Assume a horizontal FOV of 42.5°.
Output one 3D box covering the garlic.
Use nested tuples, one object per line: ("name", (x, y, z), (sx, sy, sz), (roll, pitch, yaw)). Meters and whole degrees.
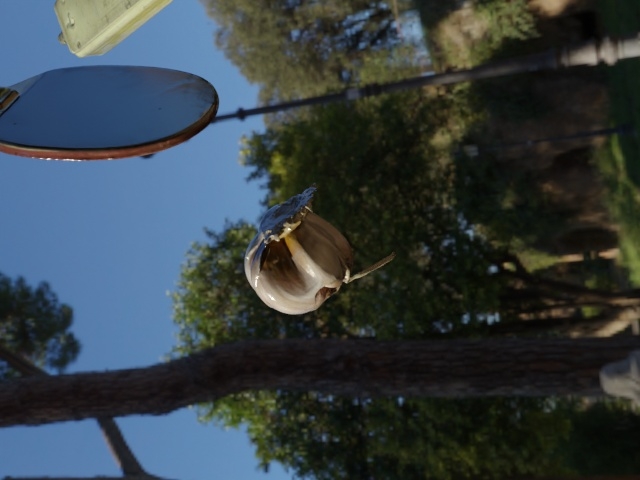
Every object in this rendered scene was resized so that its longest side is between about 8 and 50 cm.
("garlic", (0.000, 0.000, 1.332), (0.207, 0.257, 0.207), (168, 90, -83))

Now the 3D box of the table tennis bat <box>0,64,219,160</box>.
("table tennis bat", (-0.214, -0.104, 0.634), (0.154, 0.274, 0.021), (-77, -11, -55))

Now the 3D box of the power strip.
("power strip", (-0.232, -0.318, 1.019), (0.066, 0.388, 0.092), (-20, -87, -44))
